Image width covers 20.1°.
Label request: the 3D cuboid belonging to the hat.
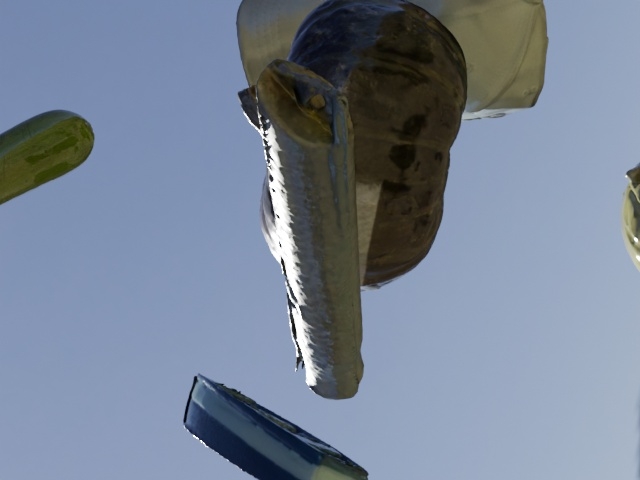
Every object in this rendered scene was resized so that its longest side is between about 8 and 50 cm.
[{"bbox_3d":[0.066,-0.217,1.807,0.168,0.301,0.258,-122,16,-81],"label":"hat"}]

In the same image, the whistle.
[{"bbox_3d":[0.001,-0.001,1.311,0.057,0.068,0.326,-49,-28,-32],"label":"whistle"}]

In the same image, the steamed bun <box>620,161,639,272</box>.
[{"bbox_3d":[0.343,0.001,1.199,0.166,0.273,0.232,-59,-19,18],"label":"steamed bun"}]

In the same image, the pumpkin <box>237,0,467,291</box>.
[{"bbox_3d":[0.019,-0.090,1.529,0.260,0.189,0.260,-167,90,-86],"label":"pumpkin"}]

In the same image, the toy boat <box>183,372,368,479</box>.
[{"bbox_3d":[-0.064,0.201,1.829,0.096,0.299,0.062,26,-91,-35],"label":"toy boat"}]

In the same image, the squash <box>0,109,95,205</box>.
[{"bbox_3d":[-0.309,-0.069,1.731,0.201,0.066,0.066,-26,-38,-17],"label":"squash"}]
